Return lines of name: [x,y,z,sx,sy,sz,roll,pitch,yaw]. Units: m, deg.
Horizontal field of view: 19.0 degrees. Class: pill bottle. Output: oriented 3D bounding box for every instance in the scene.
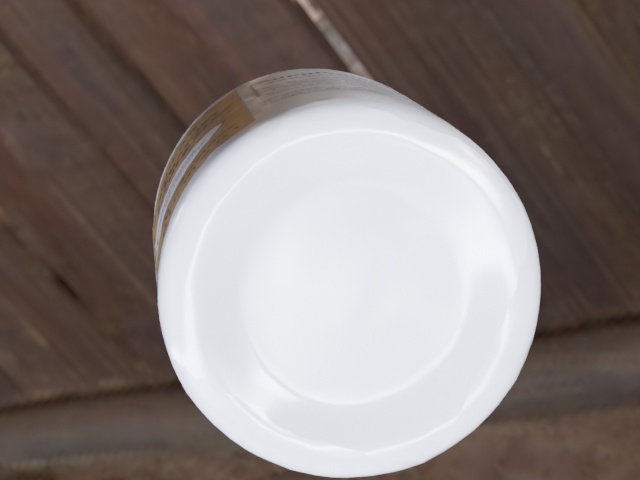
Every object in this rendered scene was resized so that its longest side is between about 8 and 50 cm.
pill bottle: [0.000,0.000,0.745,0.131,0.131,0.229,-38,11,1]
